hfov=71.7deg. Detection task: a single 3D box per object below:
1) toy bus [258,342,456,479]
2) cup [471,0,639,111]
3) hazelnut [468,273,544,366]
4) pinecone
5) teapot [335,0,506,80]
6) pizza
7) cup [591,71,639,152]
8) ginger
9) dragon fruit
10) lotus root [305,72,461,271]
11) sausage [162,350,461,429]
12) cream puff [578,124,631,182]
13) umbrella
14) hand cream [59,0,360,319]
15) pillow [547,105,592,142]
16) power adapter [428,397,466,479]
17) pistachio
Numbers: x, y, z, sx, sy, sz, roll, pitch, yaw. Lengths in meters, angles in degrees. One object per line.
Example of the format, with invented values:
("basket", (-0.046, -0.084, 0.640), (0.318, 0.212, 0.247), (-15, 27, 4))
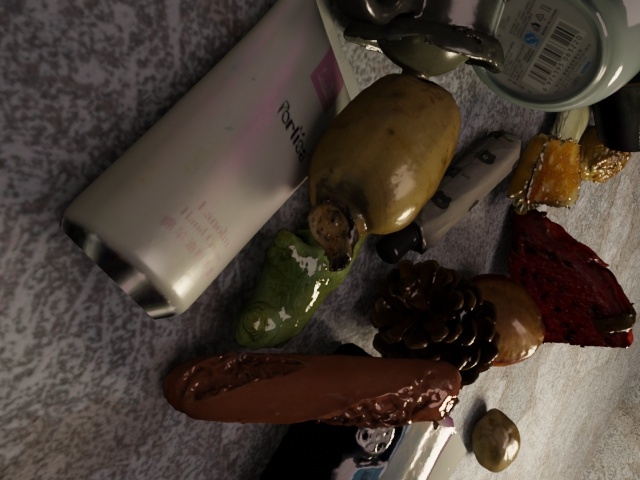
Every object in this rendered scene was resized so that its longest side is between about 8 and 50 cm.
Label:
("toy bus", (0.020, 0.352, 0.595), (0.162, 0.171, 0.386), (35, 81, -20))
("cup", (0.319, -0.373, 0.590), (0.357, 0.259, 0.274), (44, 73, -10))
("hazelnut", (0.323, 0.152, 0.820), (0.182, 0.182, 0.182), (-16, 116, -37))
("pinecone", (0.160, 0.121, 0.660), (0.212, 0.169, 0.185), (31, 54, -33))
("teapot", (0.123, -0.277, 0.417), (0.305, 0.223, 0.285), (-71, 172, -69))
("pizza", (0.424, -0.126, 0.833), (0.226, 0.069, 0.147), (-8, 113, -37))
("cup", (0.646, -0.316, 0.897), (0.177, 0.166, 0.239), (53, 54, -40))
("ginger", (-0.001, 0.005, 0.523), (0.290, 0.089, 0.137), (-50, 136, -16))
("dragon fruit", (0.459, 0.080, 0.893), (0.240, 0.302, 0.330), (-23, 94, -19))
("lotus root", (0.051, -0.069, 0.424), (0.118, 0.125, 0.221), (38, 74, -6))
("sausage", (-0.007, 0.160, 0.478), (0.327, 0.087, 0.079), (3, 67, -5))
("cream puff", (0.654, -0.205, 1.025), (0.126, 0.103, 0.144), (13, 91, -43))
("umbrella", (0.210, -0.073, 0.701), (0.337, 0.067, 0.073), (-39, 124, -25))
("hand cream", (-0.067, -0.092, 0.423), (0.358, 0.118, 0.185), (-53, 134, -26))
("pillow", (0.515, -0.224, 0.932), (0.148, 0.050, 0.229), (31, 81, -50))
("power adapter", (0.164, 0.364, 0.785), (0.255, 0.124, 0.187), (-45, 131, -20))
("pistachio", (0.427, 0.499, 1.091), (0.108, 0.126, 0.185), (-2, 117, 3))
